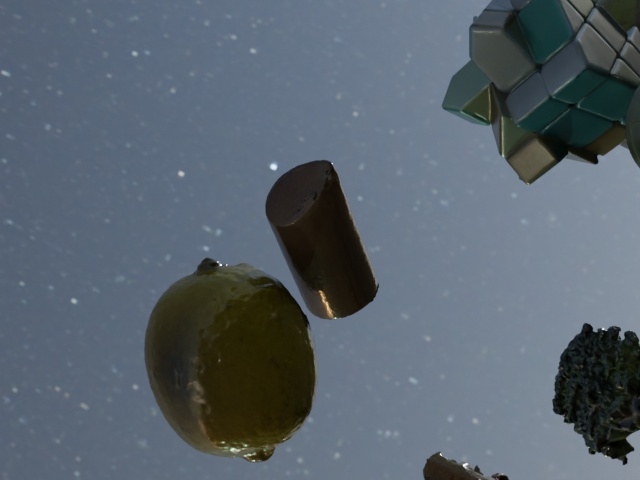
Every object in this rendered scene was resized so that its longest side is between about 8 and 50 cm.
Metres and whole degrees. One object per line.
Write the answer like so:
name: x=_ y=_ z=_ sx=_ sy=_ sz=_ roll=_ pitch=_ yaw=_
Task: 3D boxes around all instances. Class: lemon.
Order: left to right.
lemon: x=-0.127 y=0.175 z=1.726 sx=0.260 sy=0.284 sz=0.260 roll=-38 pitch=3 yaw=2

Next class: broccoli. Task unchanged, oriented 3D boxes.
broccoli: x=0.427 y=0.176 z=1.496 sx=0.304 sy=0.145 sz=0.165 roll=2 pitch=-40 yaw=-37

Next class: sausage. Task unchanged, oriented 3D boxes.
sausage: x=0.000 y=0.000 z=1.770 sx=0.123 sy=0.123 sz=0.253 roll=-49 pitch=-40 yaw=-25

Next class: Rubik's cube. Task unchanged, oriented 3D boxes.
Rubik's cube: x=0.277 y=-0.196 z=1.491 sx=0.265 sy=0.224 sz=0.213 roll=14 pitch=-40 yaw=-39

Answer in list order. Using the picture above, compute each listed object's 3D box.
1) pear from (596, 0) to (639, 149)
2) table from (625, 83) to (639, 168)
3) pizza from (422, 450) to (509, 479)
pear: x=0.501 y=-0.263 z=1.741 sx=0.283 sy=0.283 sz=0.283 roll=-36 pitch=-41 yaw=-39
table: x=0.389 y=-0.110 z=1.091 sx=0.126 sy=0.220 sz=0.126 roll=-1 pitch=-87 yaw=-14
pizza: x=0.402 y=0.503 z=2.049 sx=0.130 sy=0.440 sz=0.406 roll=-56 pitch=-26 yaw=-3
